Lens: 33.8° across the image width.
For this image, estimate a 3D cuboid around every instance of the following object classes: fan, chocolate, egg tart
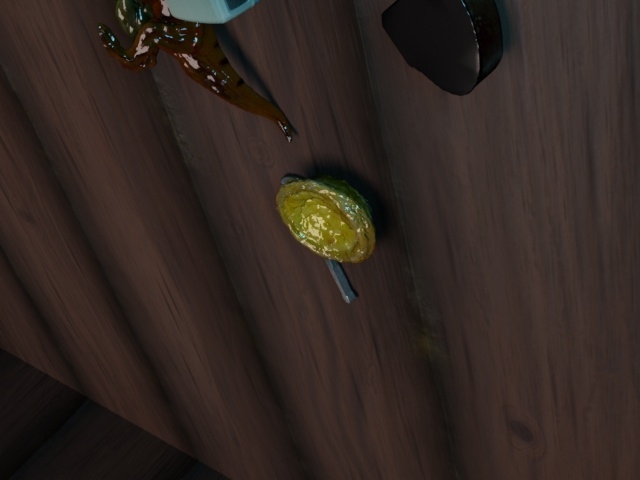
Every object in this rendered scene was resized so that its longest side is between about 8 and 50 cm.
[{"bbox_3d":[0.000,0.000,1.841,0.057,0.023,0.282,10,135,42],"label":"fan"},{"bbox_3d":[0.158,-0.261,1.262,0.148,0.080,0.125,40,139,20],"label":"chocolate"},{"bbox_3d":[0.019,-0.041,1.709,0.191,0.074,0.191,29,147,21],"label":"egg tart"}]

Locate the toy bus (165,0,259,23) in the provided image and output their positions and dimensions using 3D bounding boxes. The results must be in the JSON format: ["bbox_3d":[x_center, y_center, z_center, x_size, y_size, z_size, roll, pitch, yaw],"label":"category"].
[{"bbox_3d":[-0.160,-0.420,1.347,0.133,0.165,0.271,16,141,39],"label":"toy bus"}]

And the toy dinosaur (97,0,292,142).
[{"bbox_3d":[-0.221,-0.302,1.605,0.208,0.097,0.432,-20,125,11],"label":"toy dinosaur"}]

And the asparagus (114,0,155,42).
[{"bbox_3d":[-0.296,-0.399,1.630,0.080,0.080,0.287,22,141,32],"label":"asparagus"}]
